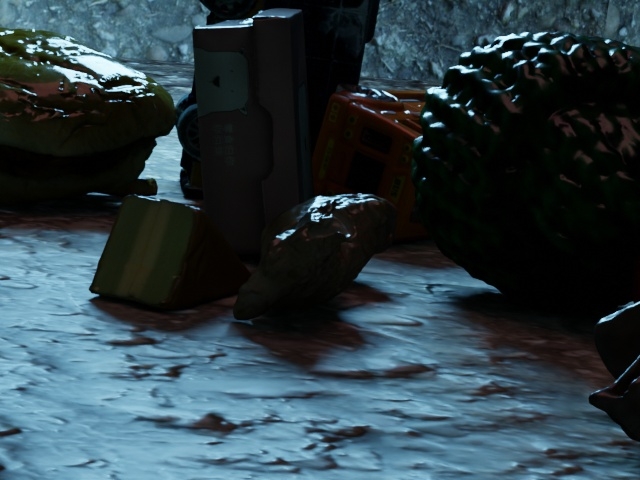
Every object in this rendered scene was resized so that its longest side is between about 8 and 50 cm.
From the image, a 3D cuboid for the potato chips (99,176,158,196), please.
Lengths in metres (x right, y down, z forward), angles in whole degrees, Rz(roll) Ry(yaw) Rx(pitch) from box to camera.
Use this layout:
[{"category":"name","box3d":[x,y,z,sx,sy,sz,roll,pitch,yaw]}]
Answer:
[{"category":"potato chips","box3d":[-0.263,-0.063,1.778,0.204,0.026,0.037,4,8,-13]}]

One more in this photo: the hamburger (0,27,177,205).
[{"category":"hamburger","box3d":[-0.286,-0.136,1.734,0.265,0.134,0.285,-16,34,-37]}]

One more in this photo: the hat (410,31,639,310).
[{"category":"hat","box3d":[0.250,-0.033,1.441,0.274,0.242,0.332,-11,30,-25]}]

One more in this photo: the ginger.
[{"category":"ginger","box3d":[-0.001,0.000,1.394,0.084,0.122,0.290,44,11,2]}]

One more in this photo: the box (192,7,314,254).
[{"category":"box","box3d":[-0.057,-0.098,1.591,0.086,0.215,0.215,-3,9,3]}]

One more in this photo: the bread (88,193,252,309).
[{"category":"bread","box3d":[-0.111,0.034,1.361,0.074,0.084,0.139,11,-21,21]}]

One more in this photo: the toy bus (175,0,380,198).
[{"category":"toy bus","box3d":[-0.047,-0.204,1.892,0.194,0.323,0.162,9,9,-7]}]

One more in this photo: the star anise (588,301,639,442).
[{"category":"star anise","box3d":[0.315,0.089,1.093,0.315,0.108,0.315,8,6,-1]}]

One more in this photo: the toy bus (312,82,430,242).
[{"category":"toy bus","box3d":[0.119,-0.078,1.843,0.153,0.143,0.329,24,16,29]}]
